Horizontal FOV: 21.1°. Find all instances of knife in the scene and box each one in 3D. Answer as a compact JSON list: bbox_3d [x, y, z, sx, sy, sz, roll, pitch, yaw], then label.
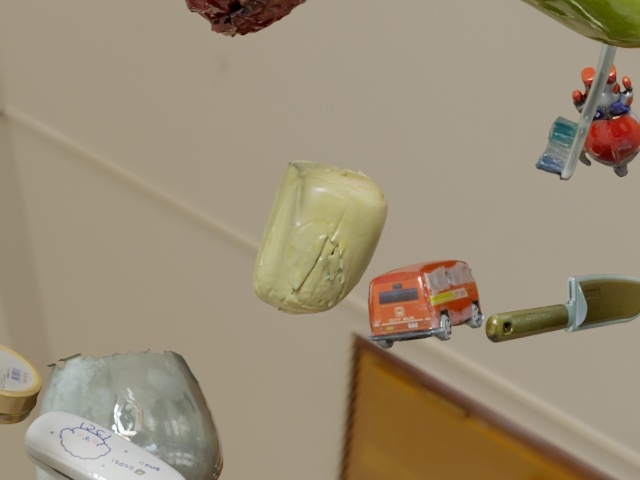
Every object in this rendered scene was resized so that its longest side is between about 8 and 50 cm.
[{"bbox_3d":[0.284,0.070,1.883,0.343,0.027,0.061,-4,-84,-51],"label":"knife"}]

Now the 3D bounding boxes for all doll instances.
[{"bbox_3d":[0.389,-0.155,2.316,0.104,0.062,0.194,-25,-48,-2],"label":"doll"}]

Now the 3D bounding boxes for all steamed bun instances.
[{"bbox_3d":[0.000,0.000,2.542,0.273,0.166,0.232,-137,63,-84],"label":"steamed bun"}]

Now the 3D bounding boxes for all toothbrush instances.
[{"bbox_3d":[0.311,-0.261,1.787,0.042,0.040,0.418,118,172,-86],"label":"toothbrush"}]

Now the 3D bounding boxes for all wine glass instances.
[{"bbox_3d":[-0.225,0.300,2.037,0.238,0.238,0.323,65,-167,-71],"label":"wine glass"}]

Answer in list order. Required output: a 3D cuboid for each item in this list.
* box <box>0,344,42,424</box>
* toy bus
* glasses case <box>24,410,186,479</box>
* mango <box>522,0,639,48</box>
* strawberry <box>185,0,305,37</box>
[{"bbox_3d":[-0.339,0.144,1.764,0.037,0.105,0.105,-62,-15,20],"label":"box"},{"bbox_3d":[0.107,0.060,1.720,0.174,0.079,0.077,-12,-88,-67],"label":"toy bus"},{"bbox_3d":[-0.236,0.251,1.895,0.076,0.197,0.049,-46,-22,-46],"label":"glasses case"},{"bbox_3d":[0.242,-0.282,1.582,0.149,0.273,0.185,-50,23,43],"label":"mango"},{"bbox_3d":[-0.062,-0.358,2.117,0.150,0.280,0.253,-112,39,-59],"label":"strawberry"}]
